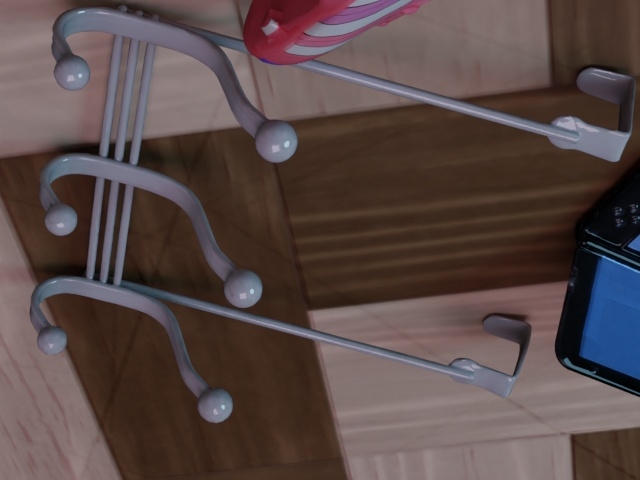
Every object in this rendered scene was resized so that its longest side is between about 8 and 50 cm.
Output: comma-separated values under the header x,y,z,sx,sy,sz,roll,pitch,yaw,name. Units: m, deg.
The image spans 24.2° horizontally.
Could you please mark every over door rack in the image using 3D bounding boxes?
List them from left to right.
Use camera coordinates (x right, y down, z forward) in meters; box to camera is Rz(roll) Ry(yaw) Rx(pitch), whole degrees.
x,y,z,sx,sy,sz,roll,pitch,yaw,name
0.000,0.000,0.857,0.324,0.108,0.239,7,136,-9,over door rack

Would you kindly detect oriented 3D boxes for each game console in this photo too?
x,y,z,sx,sy,sz,roll,pitch,yaw,name
0.229,0.031,0.911,0.144,0.085,0.124,22,132,-23,game console

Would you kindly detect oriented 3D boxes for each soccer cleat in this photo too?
x,y,z,sx,sy,sz,roll,pitch,yaw,name
0.065,-0.153,0.723,0.095,0.083,0.248,30,125,-35,soccer cleat
